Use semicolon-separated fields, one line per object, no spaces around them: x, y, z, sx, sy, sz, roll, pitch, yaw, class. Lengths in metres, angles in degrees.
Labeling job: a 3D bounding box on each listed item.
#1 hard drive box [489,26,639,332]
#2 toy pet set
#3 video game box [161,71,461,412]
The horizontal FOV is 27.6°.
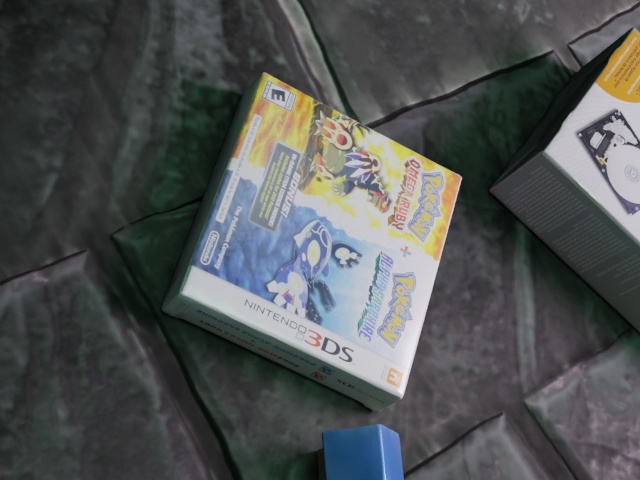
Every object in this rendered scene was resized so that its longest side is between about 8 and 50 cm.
0.290;-0.037;1.126;0.232;0.089;0.181;42;58;-6;hard drive box
0.040;0.192;0.918;0.122;0.065;0.114;6;67;-25;toy pet set
0.000;0.000;0.991;0.187;0.048;0.205;27;60;-17;video game box
